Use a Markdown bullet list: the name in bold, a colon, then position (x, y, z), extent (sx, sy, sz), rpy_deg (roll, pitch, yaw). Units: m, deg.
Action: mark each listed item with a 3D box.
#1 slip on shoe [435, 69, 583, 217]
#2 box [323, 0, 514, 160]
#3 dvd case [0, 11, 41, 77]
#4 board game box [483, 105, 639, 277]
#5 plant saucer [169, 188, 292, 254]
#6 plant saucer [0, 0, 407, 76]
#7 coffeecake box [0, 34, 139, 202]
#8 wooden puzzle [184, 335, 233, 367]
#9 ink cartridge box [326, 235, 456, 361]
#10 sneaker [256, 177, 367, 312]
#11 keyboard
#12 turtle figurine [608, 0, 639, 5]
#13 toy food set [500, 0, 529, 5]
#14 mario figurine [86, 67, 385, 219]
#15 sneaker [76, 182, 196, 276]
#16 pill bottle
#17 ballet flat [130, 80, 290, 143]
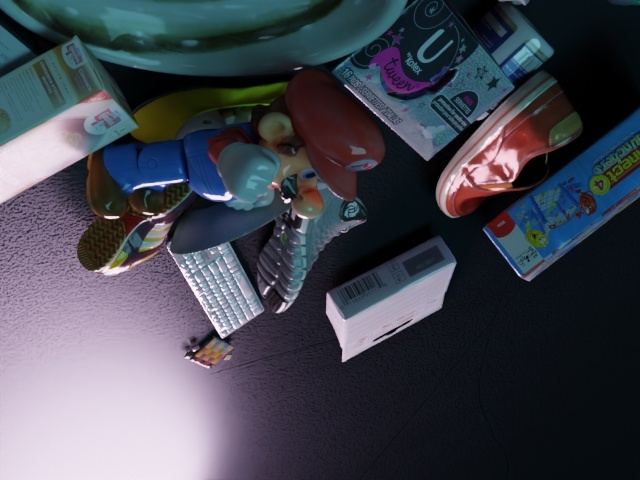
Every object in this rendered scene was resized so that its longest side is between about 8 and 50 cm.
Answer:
- **slip on shoe**: position (0.242, -0.102, 1.827), extent (0.123, 0.101, 0.331), rpy_deg (-38, 173, -28)
- **box**: position (0.086, -0.226, 1.550), extent (0.142, 0.163, 0.247), rpy_deg (-40, 146, 11)
- **dvd case**: position (-0.417, -0.156, 1.324), extent (0.253, 0.022, 0.180), rpy_deg (-33, 147, 11)
- **board game box**: position (0.381, -0.069, 1.957), extent (0.302, 0.086, 0.308), rpy_deg (-38, 172, 7)
- **plant saucer**: position (-0.099, -0.046, 1.655), extent (0.195, 0.195, 0.037), rpy_deg (-28, 106, -9)
- **plant saucer**: position (-0.116, -0.275, 1.290), extent (0.400, 0.101, 0.400), rpy_deg (1, 163, 0)
- **coffeecake box**: position (-0.293, -0.115, 1.410), extent (0.185, 0.068, 0.142), rpy_deg (-29, 167, 1)
- **wooden puzzle**: position (-0.155, 0.158, 1.973), extent (0.049, 0.006, 0.083), rpy_deg (-41, 145, 11)
- **ink cartridge box**: position (0.101, 0.089, 2.081), extent (0.189, 0.066, 0.232), rpy_deg (-27, 167, -10)
- **sneaker**: position (0.000, 0.000, 1.837), extent (0.132, 0.086, 0.229), rpy_deg (-14, 141, -30)
- **keyboard**: position (-0.136, 0.051, 1.847), extent (0.072, 0.014, 0.256), rpy_deg (-29, 146, -4)
- **turtle figurine**: position (0.347, -0.390, 1.617), extent (0.234, 0.118, 0.175), rpy_deg (66, 42, -58)
- **toy food set**: position (0.249, -0.312, 1.573), extent (0.111, 0.104, 0.232), rpy_deg (-46, 165, 2)
- **mario figurine**: position (-0.080, -0.061, 1.456), extent (0.320, 0.198, 0.170), rpy_deg (-10, 126, 26)
- **sneaker**: position (-0.204, -0.029, 1.655), extent (0.185, 0.070, 0.084), rpy_deg (-39, 160, 12)
- **pill bottle**: position (0.198, -0.210, 1.728), extent (0.169, 0.094, 0.094), rpy_deg (-43, 145, 14)
- **ballet flat**: position (-0.101, -0.135, 1.587), extent (0.230, 0.077, 0.077), rpy_deg (-12, 142, -29)
